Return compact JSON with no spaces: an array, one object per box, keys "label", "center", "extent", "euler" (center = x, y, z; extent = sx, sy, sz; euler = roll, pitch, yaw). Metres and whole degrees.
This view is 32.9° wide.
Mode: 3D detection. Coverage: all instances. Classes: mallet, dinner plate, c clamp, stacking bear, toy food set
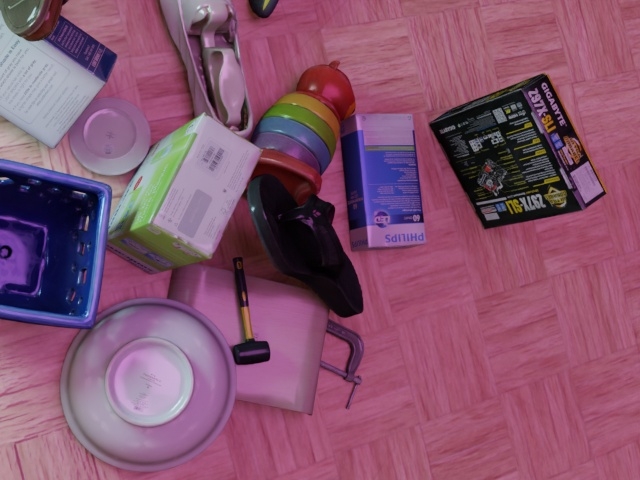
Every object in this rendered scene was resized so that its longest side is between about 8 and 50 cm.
[{"label":"mallet","center":[-0.139,0.125,1.885],"extent":[0.062,0.039,0.190],"euler":[-14,82,-19]},{"label":"dinner plate","center":[-0.365,-0.183,1.878],"extent":[0.141,0.017,0.141],"euler":[2,81,-10]},{"label":"c clamp","center":[0.022,0.222,2.046],"extent":[0.160,0.022,0.137],"euler":[34,70,-20]},{"label":"stacking bear","center":[-0.028,-0.205,2.005],"extent":[0.164,0.175,0.289],"euler":[26,60,3]},{"label":"toy food set","center":[-0.135,0.179,1.944],"extent":[0.306,0.092,0.220],"euler":[14,78,-17]}]

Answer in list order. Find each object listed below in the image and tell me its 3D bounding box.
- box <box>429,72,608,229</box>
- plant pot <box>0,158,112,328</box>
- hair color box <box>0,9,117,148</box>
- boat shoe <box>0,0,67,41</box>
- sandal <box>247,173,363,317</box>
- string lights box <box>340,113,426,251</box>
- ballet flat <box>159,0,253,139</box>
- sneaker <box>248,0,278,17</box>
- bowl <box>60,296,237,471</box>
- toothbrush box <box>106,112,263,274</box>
[{"label":"box","center":[0.376,-0.165,2.113],"extent":[0.079,0.322,0.257],"euler":[-34,99,-25]},{"label":"plant pot","center":[-0.478,0.015,1.705],"extent":[0.235,0.212,0.236],"euler":[11,78,-25]},{"label":"hair color box","center":[-0.521,-0.320,1.736],"extent":[0.347,0.174,0.105],"euler":[35,32,-21]},{"label":"boat shoe","center":[-0.424,-0.412,1.684],"extent":[0.104,0.110,0.307],"euler":[41,30,-47]},{"label":"sandal","center":[0.000,-0.002,1.852],"extent":[0.446,0.107,0.168],"euler":[42,31,-59]},{"label":"string lights box","center":[0.121,-0.113,2.110],"extent":[0.133,0.076,0.260],"euler":[-2,85,-27]},{"label":"ballet flat","center":[-0.191,-0.353,1.949],"extent":[0.139,0.139,0.401],"euler":[-12,89,-28]},{"label":"sneaker","center":[-0.028,-0.533,2.073],"extent":[0.121,0.111,0.300],"euler":[41,69,-22]},{"label":"bowl","center":[-0.281,0.233,1.777],"extent":[0.297,0.134,0.298],"euler":[1,80,-9]},{"label":"toothbrush box","center":[-0.239,-0.069,1.800],"extent":[0.122,0.283,0.206],"euler":[31,71,-20]}]
